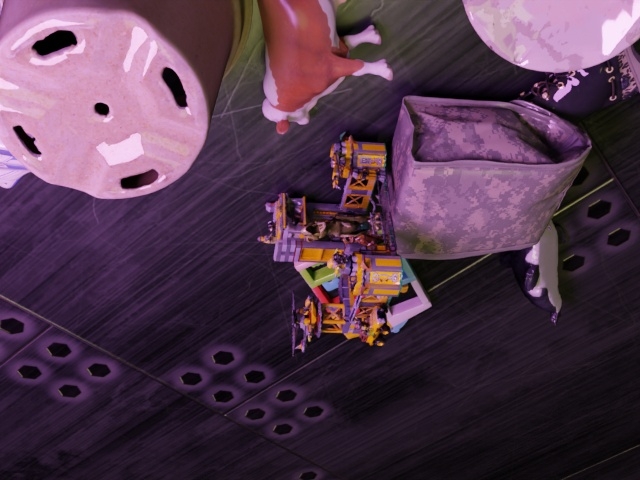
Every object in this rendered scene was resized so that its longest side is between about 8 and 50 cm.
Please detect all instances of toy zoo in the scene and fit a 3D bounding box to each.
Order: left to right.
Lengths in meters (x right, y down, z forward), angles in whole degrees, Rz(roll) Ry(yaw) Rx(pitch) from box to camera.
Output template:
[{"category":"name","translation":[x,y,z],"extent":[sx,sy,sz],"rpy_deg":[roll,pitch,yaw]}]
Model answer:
[{"category":"toy zoo","translation":[0.097,0.097,1.302],"extent":[0.192,0.030,0.293],"rpy_deg":[-23,131,12]}]

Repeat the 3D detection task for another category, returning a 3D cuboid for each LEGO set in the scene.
[{"category":"LEGO set","translation":[0.000,0.000,1.035],"extent":[0.192,0.332,0.255],"rpy_deg":[2,152,-8]}]

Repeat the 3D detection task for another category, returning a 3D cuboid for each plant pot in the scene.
[{"category":"plant pot","translation":[-0.243,-0.225,0.777],"extent":[0.333,0.306,0.334],"rpy_deg":[-4,132,-4]}]

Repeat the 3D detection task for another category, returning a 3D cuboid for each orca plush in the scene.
[{"category":"orca plush","translation":[0.409,0.042,1.288],"extent":[0.287,0.102,0.151],"rpy_deg":[44,69,-47]}]

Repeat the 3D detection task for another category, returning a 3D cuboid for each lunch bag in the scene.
[{"category":"lunch bag","translation":[0.254,-0.094,1.049],"extent":[0.286,0.169,0.235],"rpy_deg":[2,142,-4]}]

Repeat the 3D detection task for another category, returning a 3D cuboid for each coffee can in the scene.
[{"category":"coffee can","translation":[0.281,-0.332,0.739],"extent":[0.201,0.275,0.202],"rpy_deg":[12,127,16]}]

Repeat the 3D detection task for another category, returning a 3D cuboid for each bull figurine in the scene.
[{"category":"bull figurine","translation":[-0.007,-0.285,0.900],"extent":[0.188,0.101,0.310],"rpy_deg":[-13,135,-2]}]

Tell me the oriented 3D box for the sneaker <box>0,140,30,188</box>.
[{"category":"sneaker","translation":[-0.501,-0.125,0.959],"extent":[0.296,0.112,0.131],"rpy_deg":[-5,133,-3]}]

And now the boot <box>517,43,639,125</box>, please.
[{"category":"boot","translation":[0.371,-0.262,0.987],"extent":[0.178,0.085,0.236],"rpy_deg":[-35,126,25]}]
